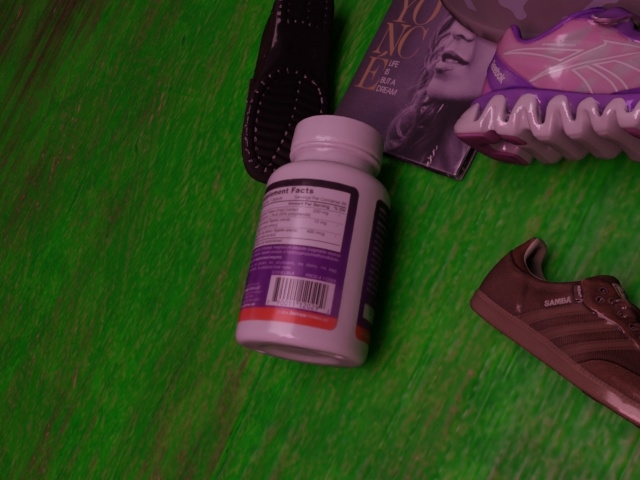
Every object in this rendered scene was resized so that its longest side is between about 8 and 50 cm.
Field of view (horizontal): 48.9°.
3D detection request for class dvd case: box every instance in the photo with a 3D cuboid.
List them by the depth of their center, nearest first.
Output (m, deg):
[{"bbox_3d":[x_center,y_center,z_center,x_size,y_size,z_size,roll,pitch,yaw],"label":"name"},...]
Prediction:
[{"bbox_3d":[0.110,-0.175,0.633,0.164,0.018,0.221,26,88,44],"label":"dvd case"}]

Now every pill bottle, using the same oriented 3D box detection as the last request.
[{"bbox_3d":[0.000,0.000,0.584,0.108,0.108,0.194,-4,68,40],"label":"pill bottle"}]

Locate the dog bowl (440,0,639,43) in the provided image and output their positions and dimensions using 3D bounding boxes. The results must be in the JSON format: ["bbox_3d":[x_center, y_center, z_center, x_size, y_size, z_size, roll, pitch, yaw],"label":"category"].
[{"bbox_3d":[0.215,-0.323,0.538,0.348,0.102,0.349,-19,57,31],"label":"dog bowl"}]

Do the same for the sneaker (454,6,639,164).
[{"bbox_3d":[0.202,-0.106,0.463,0.236,0.095,0.105,9,82,43],"label":"sneaker"}]

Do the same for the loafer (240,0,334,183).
[{"bbox_3d":[-0.033,-0.157,0.721,0.078,0.080,0.220,153,132,-70],"label":"loafer"}]

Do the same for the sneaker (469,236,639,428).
[{"bbox_3d":[0.175,0.059,0.435,0.188,0.066,0.071,37,95,44],"label":"sneaker"}]
